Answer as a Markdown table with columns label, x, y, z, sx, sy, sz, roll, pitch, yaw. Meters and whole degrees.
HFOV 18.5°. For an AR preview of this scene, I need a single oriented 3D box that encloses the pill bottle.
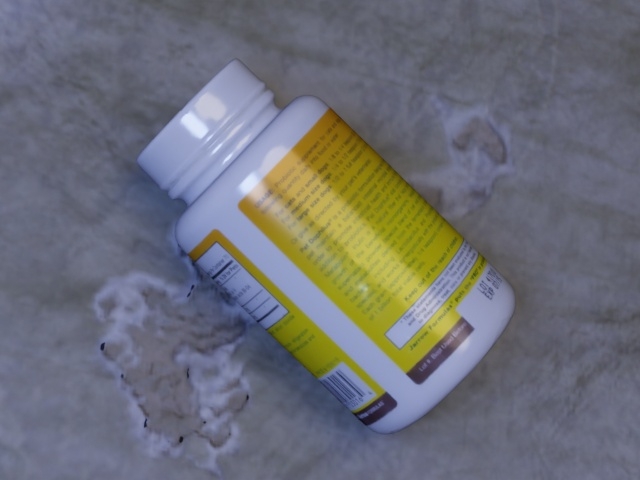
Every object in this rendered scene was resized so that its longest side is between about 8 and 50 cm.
| label | x | y | z | sx | sy | sz | roll | pitch | yaw |
| --- | --- | --- | --- | --- | --- | --- | --- | --- | --- |
| pill bottle | 0.000 | 0.000 | 1.119 | 0.215 | 0.117 | 0.117 | 44 | 59 | -4 |
